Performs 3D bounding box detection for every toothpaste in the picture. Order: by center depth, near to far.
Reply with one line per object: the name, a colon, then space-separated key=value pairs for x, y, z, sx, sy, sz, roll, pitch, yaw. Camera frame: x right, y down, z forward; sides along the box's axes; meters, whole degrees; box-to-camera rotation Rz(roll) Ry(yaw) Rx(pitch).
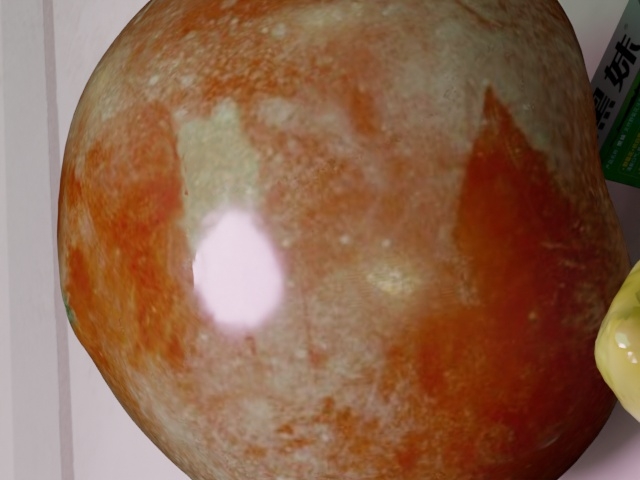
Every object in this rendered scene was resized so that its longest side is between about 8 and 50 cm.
toothpaste: x=0.159 y=-0.106 z=0.820 sx=0.178 sy=0.043 sz=0.037 roll=-67 pitch=29 yaw=21

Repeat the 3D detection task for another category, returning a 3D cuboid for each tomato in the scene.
tomato: x=0.000 y=0.000 z=0.842 sx=0.270 sy=0.222 sz=0.270 roll=171 pitch=90 yaw=-79

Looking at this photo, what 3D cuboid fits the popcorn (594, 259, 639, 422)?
popcorn: x=0.206 y=-0.005 z=0.509 sx=0.250 sy=0.241 sz=0.235 roll=127 pitch=136 yaw=-61
